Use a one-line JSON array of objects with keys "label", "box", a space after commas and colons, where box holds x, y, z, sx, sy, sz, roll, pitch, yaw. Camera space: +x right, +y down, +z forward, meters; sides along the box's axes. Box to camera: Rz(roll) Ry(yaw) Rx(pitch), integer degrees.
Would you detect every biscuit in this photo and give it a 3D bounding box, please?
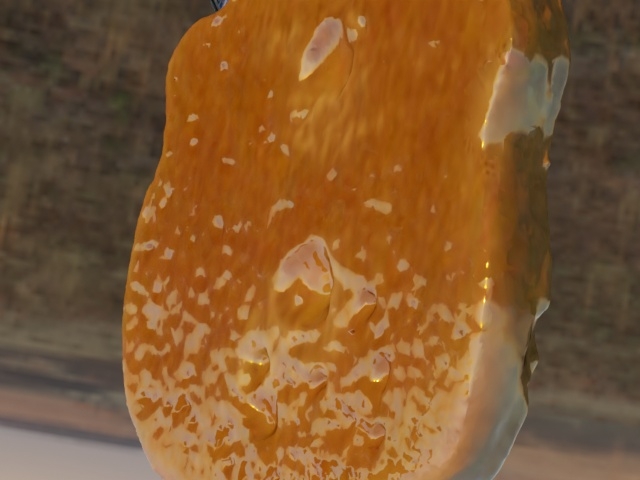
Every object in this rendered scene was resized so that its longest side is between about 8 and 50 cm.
[{"label": "biscuit", "box": [0.002, 0.000, 0.957, 0.062, 0.365, 0.385, 8, 178, -33]}]

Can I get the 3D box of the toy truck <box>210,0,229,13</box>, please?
[{"label": "toy truck", "box": [-0.025, -0.345, 1.568, 0.124, 0.268, 0.155, 7, -144, -25]}]
